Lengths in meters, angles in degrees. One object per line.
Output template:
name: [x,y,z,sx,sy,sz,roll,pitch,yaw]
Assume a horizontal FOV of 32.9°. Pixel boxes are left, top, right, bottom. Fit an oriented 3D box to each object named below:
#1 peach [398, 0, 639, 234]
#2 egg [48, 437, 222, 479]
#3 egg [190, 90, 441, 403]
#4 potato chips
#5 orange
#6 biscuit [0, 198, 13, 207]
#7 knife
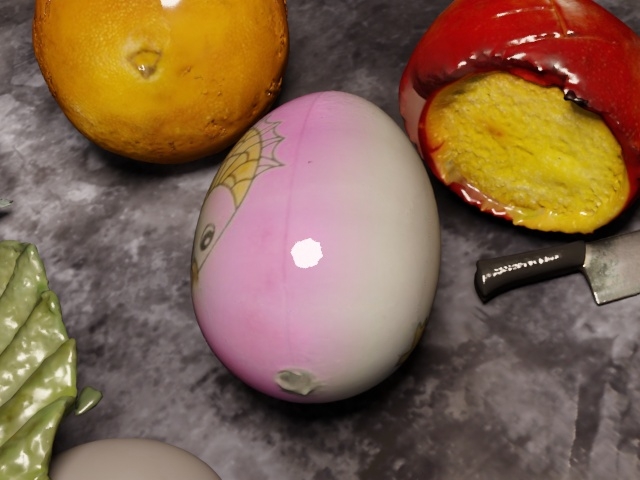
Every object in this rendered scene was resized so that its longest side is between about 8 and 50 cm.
peach: [0.171,-0.104,0.870,0.190,0.196,0.226,-48,42,24]
egg: [-0.155,0.215,0.753,0.199,0.146,0.146,-17,50,4]
egg: [0.000,0.000,0.847,0.196,0.196,0.271,-5,34,15]
potato chips: [-0.322,0.167,0.784,0.373,0.097,0.389,-9,38,49]
orange: [-0.146,-0.190,1.014,0.240,0.240,0.240,-10,51,12]
biscuit: [-0.455,0.051,1.033,0.186,0.079,0.309,16,61,26]
knife: [0.238,0.018,0.860,0.231,0.028,0.060,-14,62,4]
